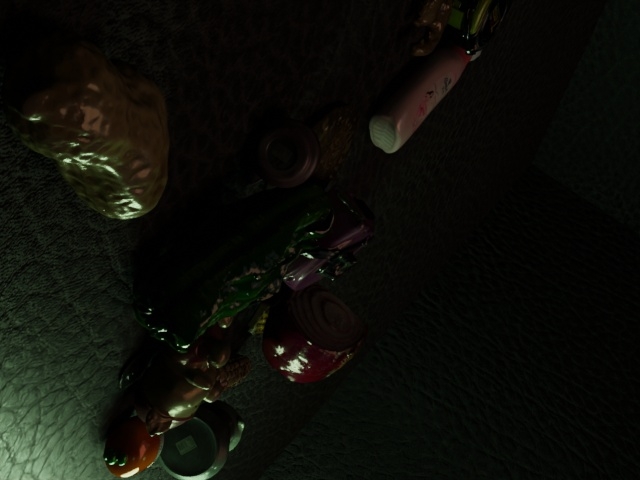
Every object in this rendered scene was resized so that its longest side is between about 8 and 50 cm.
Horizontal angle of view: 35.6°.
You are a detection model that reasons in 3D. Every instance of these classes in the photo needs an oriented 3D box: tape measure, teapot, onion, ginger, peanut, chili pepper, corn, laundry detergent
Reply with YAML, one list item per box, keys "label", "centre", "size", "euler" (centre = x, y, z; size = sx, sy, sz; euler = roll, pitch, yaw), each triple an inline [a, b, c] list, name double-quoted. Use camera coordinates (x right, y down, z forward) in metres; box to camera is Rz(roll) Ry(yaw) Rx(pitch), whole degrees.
- label: "tape measure"
  centre: [0.321, -0.490, 2.077]
  size: [0.186, 0.112, 0.199]
  euler: [-59, 160, -8]
- label: "teapot"
  centre: [-0.282, 0.449, 2.261]
  size: [0.203, 0.171, 0.225]
  euler: [-24, 176, 9]
- label: "onion"
  centre: [-0.036, 0.235, 2.324]
  size: [0.206, 0.216, 0.207]
  euler: [-39, 166, -44]
- label: "ginger"
  centre: [0.231, -0.485, 1.919]
  size: [0.259, 0.065, 0.149]
  euler: [100, 16, -46]
- label: "peanut"
  centre: [-0.249, -0.135, 1.100]
  size: [0.291, 0.143, 0.159]
  euler: [63, 30, -67]
- label: "chili pepper"
  centre: [-0.150, 0.031, 1.675]
  size: [0.385, 0.167, 0.213]
  euler: [-36, 172, -32]
- label: "tape measure"
  centre: [0.000, 0.000, 2.027]
  size: [0.231, 0.149, 0.245]
  euler: [-40, 170, 14]
- label: "corn"
  centre: [-0.215, 0.299, 2.267]
  size: [0.079, 0.079, 0.237]
  euler: [-56, 170, 8]
- label: "laundry detergent"
  centre: [0.237, -0.339, 2.190]
  size: [0.335, 0.088, 0.159]
  euler: [-48, 168, -23]
- label: "teapot"
  centre: [-0.057, -0.139, 1.710]
  size: [0.148, 0.116, 0.146]
  euler: [-62, 174, 13]

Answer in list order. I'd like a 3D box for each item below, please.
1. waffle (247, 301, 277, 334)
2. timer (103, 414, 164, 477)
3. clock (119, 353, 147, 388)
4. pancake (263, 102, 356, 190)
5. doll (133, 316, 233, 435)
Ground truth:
- label: "waffle"
  centre: [-0.131, 0.183, 2.354]
  size: [0.092, 0.021, 0.135]
  euler: [-56, 165, 7]
- label: "timer"
  centre: [-0.376, 0.412, 1.971]
  size: [0.136, 0.099, 0.136]
  euler: [-57, 162, -30]
- label: "clock"
  centre: [-0.348, 0.242, 1.852]
  size: [0.074, 0.010, 0.083]
  euler: [-46, 163, -30]
- label: "pancake"
  centre: [-0.021, -0.147, 1.950]
  size: [0.288, 0.033, 0.286]
  euler: [-45, 164, -29]
- label: "doll"
  centre: [-0.251, 0.240, 1.867]
  size: [0.196, 0.152, 0.256]
  euler: [-27, 150, -59]
